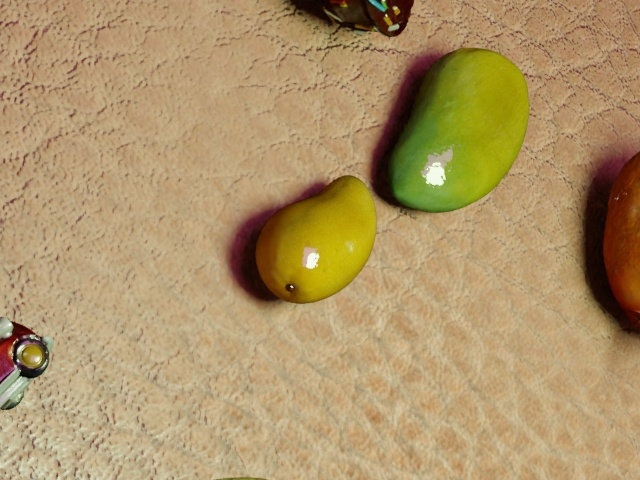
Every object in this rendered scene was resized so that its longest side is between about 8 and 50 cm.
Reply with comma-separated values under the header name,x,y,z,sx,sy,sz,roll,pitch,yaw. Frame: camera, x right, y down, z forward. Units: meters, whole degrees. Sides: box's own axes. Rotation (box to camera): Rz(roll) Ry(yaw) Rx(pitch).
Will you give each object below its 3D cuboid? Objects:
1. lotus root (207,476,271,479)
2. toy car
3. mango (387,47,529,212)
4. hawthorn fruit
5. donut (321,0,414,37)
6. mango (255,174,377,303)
name,x,y,z,sx,sy,sz,roll,pitch,yaw
lotus root,-0.103,0.270,1.692,0.258,0.097,0.110,-15,82,-47
toy car,-0.304,0.108,1.578,0.112,0.112,0.139,44,58,-1
mango,0.155,-0.113,2.073,0.137,0.091,0.237,37,59,-18
hawthorn fruit,0.419,0.026,2.173,0.211,0.211,0.299,37,56,-25
donut,0.046,-0.330,2.005,0.235,0.089,0.235,-1,90,-72
mango,0.000,0.000,1.897,0.102,0.085,0.184,54,37,-6
